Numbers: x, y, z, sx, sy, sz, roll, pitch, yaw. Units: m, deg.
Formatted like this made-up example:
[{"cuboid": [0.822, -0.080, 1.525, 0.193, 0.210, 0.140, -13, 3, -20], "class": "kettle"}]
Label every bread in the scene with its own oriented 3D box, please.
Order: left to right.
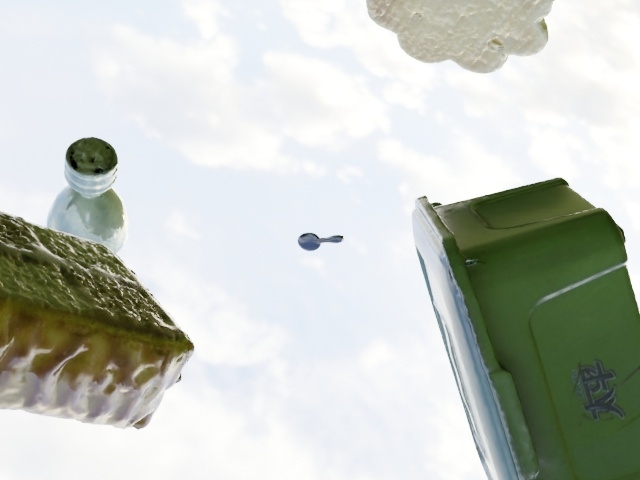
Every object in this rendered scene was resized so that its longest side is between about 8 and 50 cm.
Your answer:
[{"cuboid": [-0.214, 0.050, 0.860, 0.222, 0.096, 0.181, 20, -162, -47], "class": "bread"}, {"cuboid": [0.212, -0.373, 1.796, 0.316, 0.316, 0.054, 23, -121, -10], "class": "bread"}]

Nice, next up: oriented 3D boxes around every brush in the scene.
[{"cuboid": [0.000, 0.000, 1.378, 0.008, 0.024, 0.083, -22, -171, -38], "class": "brush"}]

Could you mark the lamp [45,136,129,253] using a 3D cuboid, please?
[{"cuboid": [-0.284, -0.047, 1.437, 0.106, 0.193, 0.106, 6, -128, -8], "class": "lamp"}]

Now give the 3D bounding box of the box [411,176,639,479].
[{"cuboid": [0.214, 0.108, 1.111, 0.177, 0.329, 0.253, -17, -165, -1], "class": "box"}]
